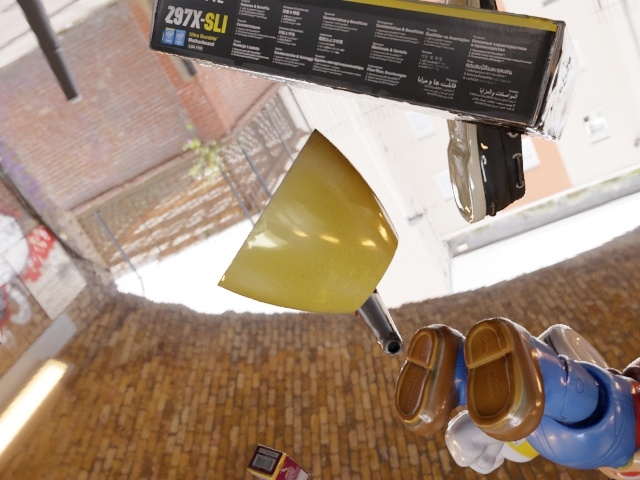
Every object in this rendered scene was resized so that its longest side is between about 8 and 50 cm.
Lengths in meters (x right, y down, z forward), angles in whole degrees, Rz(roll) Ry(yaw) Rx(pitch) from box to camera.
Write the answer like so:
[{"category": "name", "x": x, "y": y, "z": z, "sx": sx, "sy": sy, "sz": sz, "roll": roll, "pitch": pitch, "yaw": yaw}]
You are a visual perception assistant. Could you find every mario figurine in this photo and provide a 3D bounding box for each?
[{"category": "mario figurine", "x": 0.221, "y": 0.166, "z": 0.527, "sx": 0.170, "sy": 0.321, "sz": 0.198, "roll": -65, "pitch": -155, "yaw": 14}]

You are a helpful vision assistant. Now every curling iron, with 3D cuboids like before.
[{"category": "curling iron", "x": 0.035, "y": 0.066, "z": 0.703, "sx": 0.068, "sy": 0.035, "sz": 0.274, "roll": -18, "pitch": -163, "yaw": -10}]

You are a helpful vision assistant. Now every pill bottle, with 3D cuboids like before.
[{"category": "pill bottle", "x": 0.239, "y": 0.188, "z": 0.773, "sx": 0.184, "sy": 0.103, "sz": 0.103, "roll": -46, "pitch": -168, "yaw": 24}]

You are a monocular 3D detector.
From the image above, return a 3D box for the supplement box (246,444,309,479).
[{"category": "supplement box", "x": -0.063, "y": 0.353, "z": 1.021, "sx": 0.055, "sy": 0.083, "sz": 0.043, "roll": 3, "pitch": -127, "yaw": 37}]

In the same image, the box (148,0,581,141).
[{"category": "box", "x": 0.056, "y": -0.160, "z": 0.602, "sx": 0.322, "sy": 0.079, "sz": 0.257, "roll": 17, "pitch": -170, "yaw": 21}]

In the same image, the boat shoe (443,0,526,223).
[{"category": "boat shoe", "x": 0.236, "y": -0.186, "z": 0.909, "sx": 0.113, "sy": 0.340, "sz": 0.127, "roll": -14, "pitch": -155, "yaw": -6}]

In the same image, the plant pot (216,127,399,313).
[{"category": "plant pot", "x": 0.000, "y": 0.000, "z": 0.492, "sx": 0.134, "sy": 0.095, "sz": 0.134, "roll": -57, "pitch": -174, "yaw": 9}]
